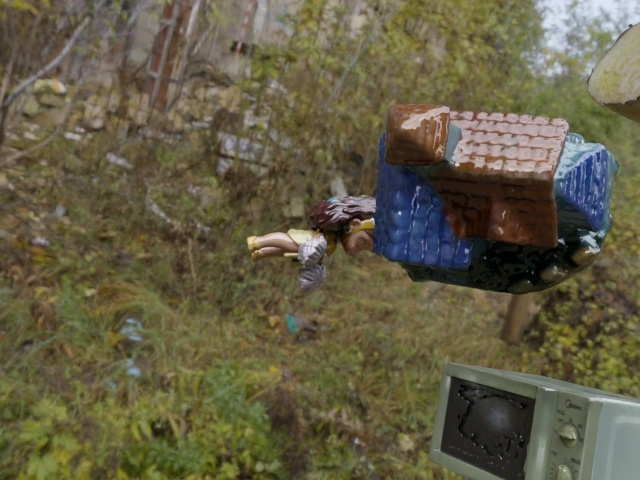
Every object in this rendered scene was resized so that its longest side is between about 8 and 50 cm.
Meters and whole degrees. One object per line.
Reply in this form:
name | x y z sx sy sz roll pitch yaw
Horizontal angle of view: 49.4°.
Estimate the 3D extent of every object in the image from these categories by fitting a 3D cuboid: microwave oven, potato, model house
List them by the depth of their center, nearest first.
model house | 0.203 -0.053 0.894 0.295 0.252 0.329 10 0 27
microwave oven | 0.403 0.356 1.210 0.286 0.218 0.355 14 -7 -27
potato | 0.740 -0.329 1.407 0.237 0.301 0.289 30 44 -17

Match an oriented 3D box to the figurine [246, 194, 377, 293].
figurine | 0.001 -0.001 1.168 0.240 0.116 0.175 -21 -21 -6
